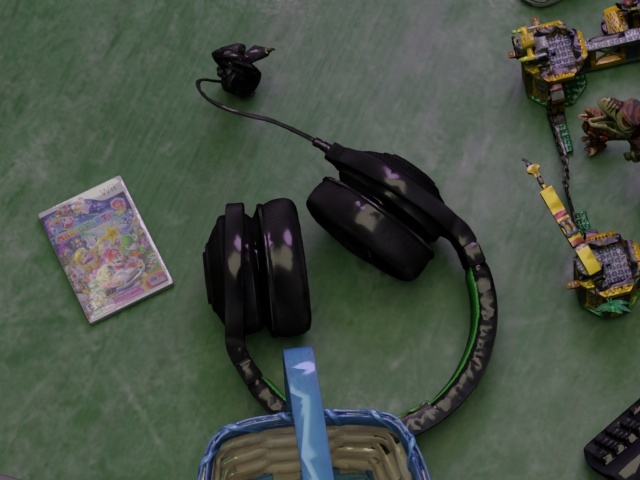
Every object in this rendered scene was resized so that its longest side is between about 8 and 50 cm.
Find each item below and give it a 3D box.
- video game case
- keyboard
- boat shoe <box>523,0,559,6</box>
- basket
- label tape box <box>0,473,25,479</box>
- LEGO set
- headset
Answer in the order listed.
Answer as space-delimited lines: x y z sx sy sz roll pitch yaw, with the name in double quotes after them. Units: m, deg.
-0.202 0.009 1.843 0.087 0.011 0.122 -26 71 -5 "video game case"
0.366 0.102 1.676 0.317 0.201 0.033 -41 105 -6 "keyboard"
0.269 -0.293 1.878 0.183 0.083 0.065 -34 73 -8 "boat shoe"
-0.001 0.241 1.603 0.201 0.289 0.254 -7 71 0 "basket"
-0.276 0.314 1.618 0.334 0.240 0.106 13 31 11 "label tape box"
0.301 -0.106 1.744 0.255 0.192 0.331 -5 69 6 "LEGO set"
0.000 0.000 1.791 0.243 0.185 0.394 -27 87 -4 "headset"
